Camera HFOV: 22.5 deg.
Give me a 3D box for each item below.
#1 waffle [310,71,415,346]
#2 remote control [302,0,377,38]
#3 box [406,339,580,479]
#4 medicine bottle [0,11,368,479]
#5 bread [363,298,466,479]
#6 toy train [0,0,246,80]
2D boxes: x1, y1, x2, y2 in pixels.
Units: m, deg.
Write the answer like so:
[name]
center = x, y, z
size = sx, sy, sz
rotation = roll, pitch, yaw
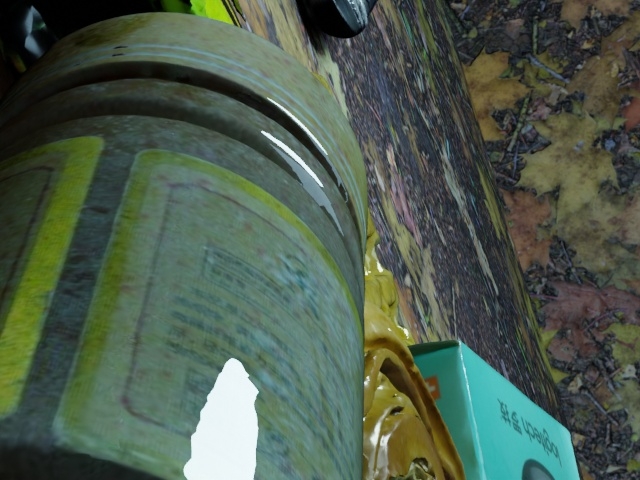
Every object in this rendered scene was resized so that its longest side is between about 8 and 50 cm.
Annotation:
[waffle]
center = 0.000, 0.000, 1.124
size = 0.221, 0.055, 0.247
rotation = -13, 85, -79
[remote control]
center = 0.015, -0.255, 1.622
size = 0.090, 0.066, 0.266
rotation = 55, 19, -13
[box]
center = 0.094, 0.236, 0.936
size = 0.205, 0.118, 0.311
rotation = 37, 38, -53
[medicine bottle]
center = -0.062, 0.055, 0.479
size = 0.322, 0.151, 0.151
rotation = -85, 154, -63
[bread]
center = 0.006, 0.137, 0.727
size = 0.198, 0.120, 0.236
rotation = -80, 152, -53
[toy train]
center = -0.072, -0.067, 0.772
size = 0.160, 0.100, 0.296
rotation = -103, 170, -51
